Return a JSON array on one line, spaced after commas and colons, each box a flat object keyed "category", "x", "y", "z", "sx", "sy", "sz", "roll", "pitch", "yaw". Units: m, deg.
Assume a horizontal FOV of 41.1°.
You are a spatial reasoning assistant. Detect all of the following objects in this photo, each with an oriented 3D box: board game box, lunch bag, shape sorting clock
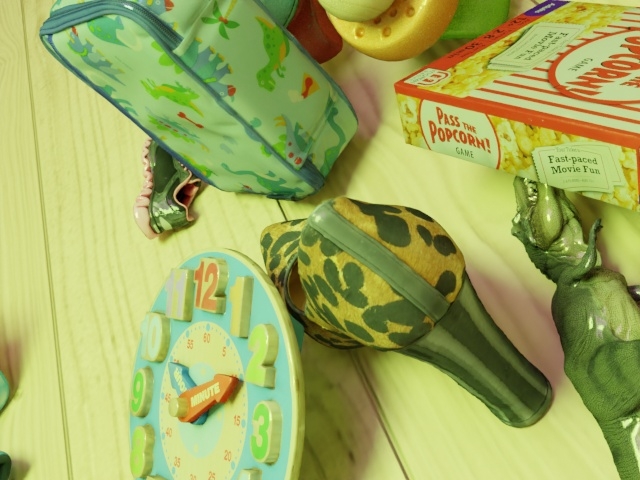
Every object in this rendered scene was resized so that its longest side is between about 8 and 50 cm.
[{"category": "board game box", "x": 0.161, "y": -0.084, "z": 0.483, "sx": 0.146, "sy": 0.045, "sz": 0.193, "roll": -33, "pitch": 34, "yaw": -26}, {"category": "lunch bag", "x": -0.091, "y": -0.119, "z": 0.644, "sx": 0.176, "sy": 0.219, "sz": 0.090, "roll": 10, "pitch": 65, "yaw": 49}, {"category": "shape sorting clock", "x": -0.076, "y": 0.106, "z": 0.537, "sx": 0.206, "sy": 0.040, "sz": 0.206, "roll": -20, "pitch": 64, "yaw": 49}]

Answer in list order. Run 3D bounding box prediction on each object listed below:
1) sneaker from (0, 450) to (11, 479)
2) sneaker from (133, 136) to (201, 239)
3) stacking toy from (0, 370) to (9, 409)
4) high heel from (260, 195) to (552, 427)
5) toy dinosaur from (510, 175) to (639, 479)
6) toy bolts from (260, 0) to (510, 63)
[{"category": "sneaker", "x": -0.288, "y": 0.253, "z": 0.636, "sx": 0.082, "sy": 0.069, "sz": 0.209, "roll": -13, "pitch": 51, "yaw": 29}, {"category": "sneaker", "x": -0.132, "y": -0.055, "z": 0.771, "sx": 0.057, "sy": 0.047, "sz": 0.119, "roll": -13, "pitch": 53, "yaw": 15}, {"category": "stacking toy", "x": -0.419, "y": 0.092, "z": 0.836, "sx": 0.175, "sy": 0.166, "sz": 0.302, "roll": -35, "pitch": 28, "yaw": -8}, {"category": "high heel", "x": 0.000, "y": 0.000, "z": 0.491, "sx": 0.093, "sy": 0.186, "sz": 0.261, "roll": -53, "pitch": 40, "yaw": -7}, {"category": "toy dinosaur", "x": 0.160, "y": 0.057, "z": 0.403, "sx": 0.118, "sy": 0.064, "sz": 0.268, "roll": -39, "pitch": 39, "yaw": 37}, {"category": "toy bolts", "x": -0.001, "y": -0.230, "z": 0.643, "sx": 0.228, "sy": 0.158, "sz": 0.218, "roll": -7, "pitch": 88, "yaw": 38}]
